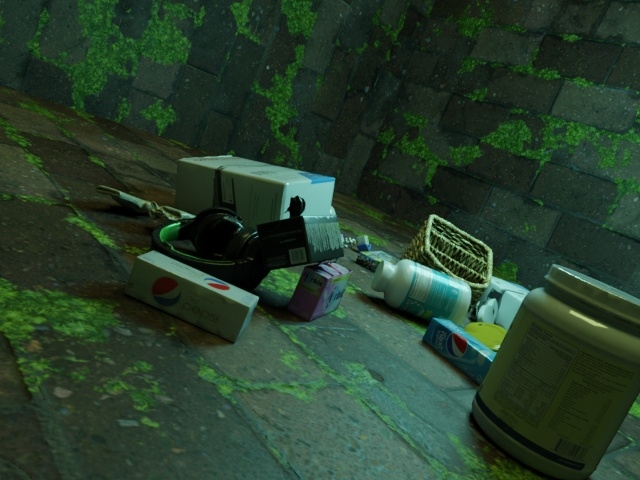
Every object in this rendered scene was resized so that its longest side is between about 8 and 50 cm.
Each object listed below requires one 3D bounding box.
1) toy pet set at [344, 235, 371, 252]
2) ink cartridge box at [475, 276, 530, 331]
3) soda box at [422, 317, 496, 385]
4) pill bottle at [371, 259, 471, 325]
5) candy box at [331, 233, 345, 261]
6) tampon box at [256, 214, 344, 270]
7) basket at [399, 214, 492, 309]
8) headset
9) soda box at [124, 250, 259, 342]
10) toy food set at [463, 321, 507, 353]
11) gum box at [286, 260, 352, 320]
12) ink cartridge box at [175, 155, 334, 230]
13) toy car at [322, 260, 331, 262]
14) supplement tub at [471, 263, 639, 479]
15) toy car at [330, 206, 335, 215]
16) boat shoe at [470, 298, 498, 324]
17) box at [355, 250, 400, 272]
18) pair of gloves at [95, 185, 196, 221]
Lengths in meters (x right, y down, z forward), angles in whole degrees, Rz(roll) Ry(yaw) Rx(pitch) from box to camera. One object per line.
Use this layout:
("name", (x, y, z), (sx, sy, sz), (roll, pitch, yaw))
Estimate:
("toy pet set", (0.144, 0.022, 2.166), (0.114, 0.065, 0.122), (-11, -7, 25))
("ink cartridge box", (0.715, 0.251, 1.954), (0.223, 0.129, 0.307), (19, 12, -20))
("soda box", (0.346, 0.266, 1.291), (0.071, 0.067, 0.210), (15, 12, -35))
("pill bottle", (0.284, 0.145, 1.545), (0.264, 0.146, 0.146), (22, 11, -4))
("candy box", (0.000, 0.000, 1.882), (0.159, 0.071, 0.233), (23, 11, -1))
("tampon box", (-0.041, 0.003, 1.181), (0.120, 0.101, 0.161), (-11, -3, 28))
("basket", (0.473, 0.080, 1.930), (0.299, 0.223, 0.213), (31, 15, -11))
("headset", (-0.192, -0.012, 1.242), (0.243, 0.185, 0.394), (30, 25, 37))
("soda box", (-0.225, 0.096, 0.941), (0.216, 0.073, 0.069), (24, 11, 3))
("toy food set", (0.456, 0.290, 1.432), (0.128, 0.071, 0.218), (-4, 14, -9))
("gum box", (0.005, 0.112, 1.243), (0.062, 0.107, 0.188), (27, 11, 19))
("ink cartridge box", (-0.200, -0.144, 1.638), (0.395, 0.166, 0.285), (16, 16, 27))
("toy car", (0.018, 0.058, 1.686), (0.041, 0.060, 0.122), (-13, 12, -11))
("supplement tub", (0.444, 0.230, 0.973), (0.235, 0.324, 0.235), (22, 10, -4))
("toy car", (-0.032, -0.082, 2.066), (0.159, 0.136, 0.182), (-17, -32, 17))
("boat shoe", (0.543, 0.248, 1.803), (0.070, 0.077, 0.219), (-9, 1, 28))
("box", (0.247, 0.093, 2.000), (0.159, 0.044, 0.233), (28, 12, 24))
("pair of gloves", (-0.428, -0.077, 1.371), (0.240, 0.042, 0.204), (18, -3, 5))
